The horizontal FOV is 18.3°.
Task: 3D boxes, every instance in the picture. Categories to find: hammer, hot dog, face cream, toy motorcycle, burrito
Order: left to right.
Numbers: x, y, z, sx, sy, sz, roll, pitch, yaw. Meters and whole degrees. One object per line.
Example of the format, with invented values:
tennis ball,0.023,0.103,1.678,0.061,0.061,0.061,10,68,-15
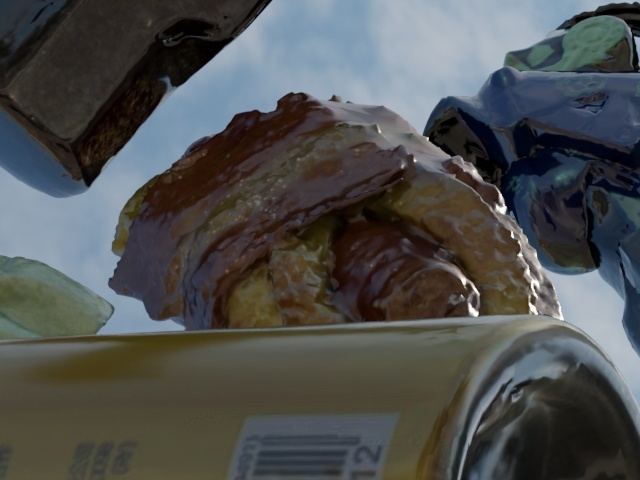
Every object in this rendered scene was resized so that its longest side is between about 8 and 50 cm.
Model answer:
hammer,-0.174,-0.229,0.821,0.409,0.095,0.242,42,-106,-14
burrito,-0.125,0.027,0.664,0.118,0.074,0.044,0,-80,12
face cream,-0.093,0.077,0.496,0.348,0.105,0.105,-5,-55,35
hot dog,0.000,0.000,0.785,0.146,0.213,0.103,-21,-67,-26
toy motorcycle,0.168,-0.025,1.099,0.196,0.331,0.125,-28,-52,-3
